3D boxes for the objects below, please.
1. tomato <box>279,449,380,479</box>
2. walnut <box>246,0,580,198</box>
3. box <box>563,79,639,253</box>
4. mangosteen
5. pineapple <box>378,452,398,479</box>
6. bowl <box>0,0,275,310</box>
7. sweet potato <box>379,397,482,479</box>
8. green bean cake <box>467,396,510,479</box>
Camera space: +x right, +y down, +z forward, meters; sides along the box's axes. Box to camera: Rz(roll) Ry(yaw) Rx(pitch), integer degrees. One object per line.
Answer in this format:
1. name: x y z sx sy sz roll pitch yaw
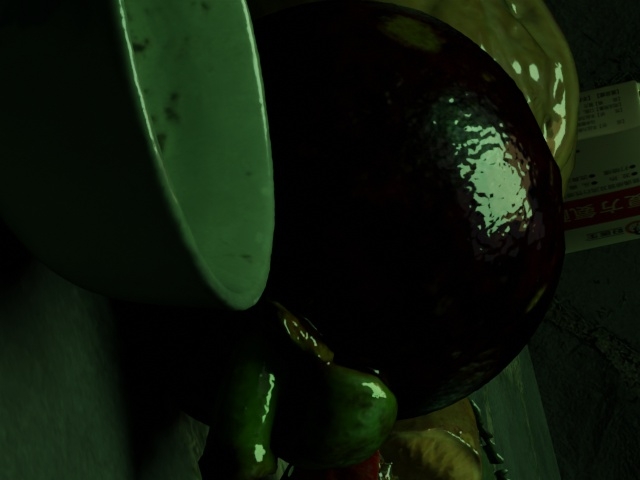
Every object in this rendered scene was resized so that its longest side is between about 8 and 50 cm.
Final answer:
1. tomato: 0.008 0.267 1.393 0.228 0.101 0.228 172 -90 -88
2. walnut: 0.062 -0.130 1.537 0.306 0.306 0.344 57 10 -59
3. box: 0.186 -0.051 1.897 0.214 0.353 0.069 60 23 -54
4. mangosteen: 0.000 0.000 1.216 0.359 0.306 0.306 -40 125 -33
5. pineapple: 0.029 0.202 1.579 0.103 0.083 0.221 55 24 -63
6. bowl: -0.132 -0.090 0.981 0.289 0.146 0.289 -11 90 -79
7. sweet potato: 0.080 0.125 1.794 0.336 0.131 0.131 -99 170 -53
8. green bean cake: 0.133 0.318 1.834 0.255 0.132 0.241 -85 159 -48
